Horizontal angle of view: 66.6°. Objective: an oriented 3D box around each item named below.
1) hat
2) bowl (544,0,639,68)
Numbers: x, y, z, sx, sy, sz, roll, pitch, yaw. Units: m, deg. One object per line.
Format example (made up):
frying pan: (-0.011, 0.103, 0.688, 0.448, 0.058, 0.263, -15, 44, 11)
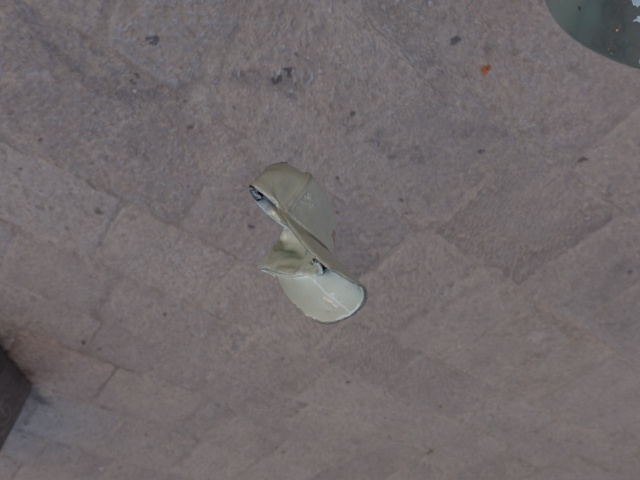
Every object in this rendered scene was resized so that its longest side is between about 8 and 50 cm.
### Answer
hat: (-0.008, 0.001, 0.921, 0.168, 0.301, 0.258, -35, 152, -25)
bowl: (0.346, -0.301, 0.409, 0.289, 0.290, 0.146, -14, 154, 12)
